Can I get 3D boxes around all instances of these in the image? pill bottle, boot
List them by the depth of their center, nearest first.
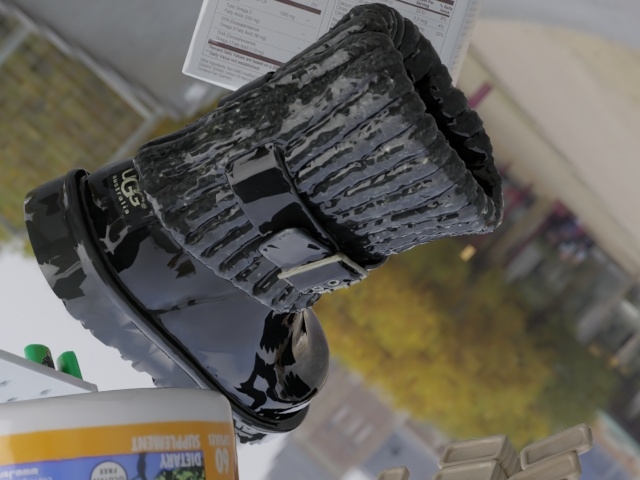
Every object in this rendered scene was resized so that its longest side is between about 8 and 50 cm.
[{"bbox_3d":[-0.105,0.215,0.953,0.152,0.152,0.272,28,-125,-75],"label":"pill bottle"},{"bbox_3d":[0.001,0.003,1.244,0.348,0.260,0.131,42,-157,-62],"label":"boot"}]

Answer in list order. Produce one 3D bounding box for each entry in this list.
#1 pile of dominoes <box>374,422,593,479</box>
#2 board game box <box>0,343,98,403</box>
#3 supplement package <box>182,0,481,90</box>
[{"bbox_3d":[0.100,0.244,1.456,0.040,0.196,0.251,58,-143,-25],"label":"pile of dominoes"},{"bbox_3d":[-0.447,0.153,1.641,0.390,0.390,0.050,31,-144,-60],"label":"board game box"},{"bbox_3d":[0.036,-0.230,1.535,0.198,0.263,0.199,18,-171,5],"label":"supplement package"}]
